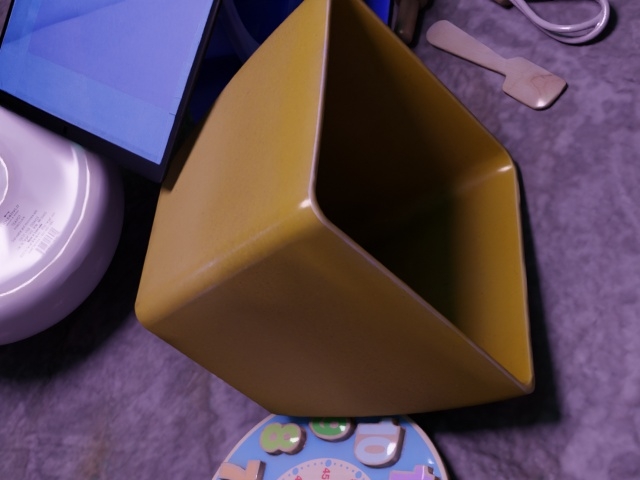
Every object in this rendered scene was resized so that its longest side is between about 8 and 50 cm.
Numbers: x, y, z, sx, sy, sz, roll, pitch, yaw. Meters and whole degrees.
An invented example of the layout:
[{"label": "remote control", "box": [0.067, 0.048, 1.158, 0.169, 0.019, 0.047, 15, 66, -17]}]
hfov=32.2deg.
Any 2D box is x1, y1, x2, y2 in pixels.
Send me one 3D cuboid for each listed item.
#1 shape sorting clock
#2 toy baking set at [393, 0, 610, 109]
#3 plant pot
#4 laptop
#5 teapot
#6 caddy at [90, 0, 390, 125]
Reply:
[{"label": "shape sorting clock", "box": [-0.005, 0.197, 0.732, 0.206, 0.040, 0.206, -15, 55, 23]}, {"label": "toy baking set", "box": [0.148, -0.221, 0.897, 0.196, 0.030, 0.256, 4, 65, 33]}, {"label": "plant pot", "box": [0.000, 0.000, 0.735, 0.187, 0.212, 0.212, -29, 39, 31]}, {"label": "laptop", "box": [-0.186, -0.205, 0.742, 0.234, 0.264, 0.136, 25, 63, 38]}, {"label": "teapot", "box": [-0.278, -0.022, 0.948, 0.255, 0.187, 0.253, -11, 74, -5]}, {"label": "caddy", "box": [-0.037, -0.243, 0.889, 0.179, 0.241, 0.341, -11, 58, 31]}]
